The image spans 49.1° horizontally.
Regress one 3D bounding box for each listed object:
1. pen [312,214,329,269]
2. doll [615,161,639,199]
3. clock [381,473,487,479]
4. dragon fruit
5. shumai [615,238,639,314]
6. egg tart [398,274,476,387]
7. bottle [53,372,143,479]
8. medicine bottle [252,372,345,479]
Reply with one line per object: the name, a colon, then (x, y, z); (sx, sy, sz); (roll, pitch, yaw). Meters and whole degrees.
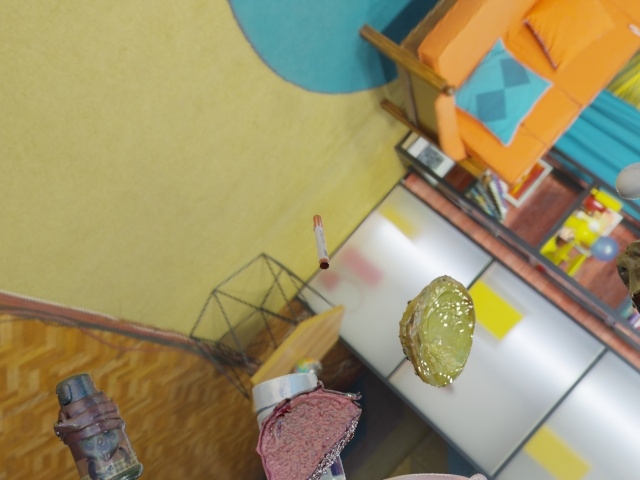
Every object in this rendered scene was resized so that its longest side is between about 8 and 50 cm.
pen: (0.000, 0.000, 1.806); (0.028, 0.028, 0.239); (-59, -160, 25)
doll: (0.528, -0.033, 0.846); (0.237, 0.252, 0.111); (-24, -148, 50)
clock: (0.215, 0.636, 1.448); (0.376, 0.368, 0.250); (-24, 119, -2)
dragon fruit: (-0.036, 0.416, 1.498); (0.274, 0.161, 0.126); (-49, 160, -19)
shumai: (0.775, 0.100, 1.636); (0.120, 0.201, 0.201); (-39, 157, -34)
egg tart: (0.309, 0.244, 1.905); (0.315, 0.120, 0.315); (-3, 95, -46)
bottle: (-0.511, 0.429, 1.556); (0.143, 0.271, 0.156); (-31, 169, 17)
medicine bottle: (-0.060, 0.530, 1.872); (0.190, 0.332, 0.190); (-15, 156, -7)
